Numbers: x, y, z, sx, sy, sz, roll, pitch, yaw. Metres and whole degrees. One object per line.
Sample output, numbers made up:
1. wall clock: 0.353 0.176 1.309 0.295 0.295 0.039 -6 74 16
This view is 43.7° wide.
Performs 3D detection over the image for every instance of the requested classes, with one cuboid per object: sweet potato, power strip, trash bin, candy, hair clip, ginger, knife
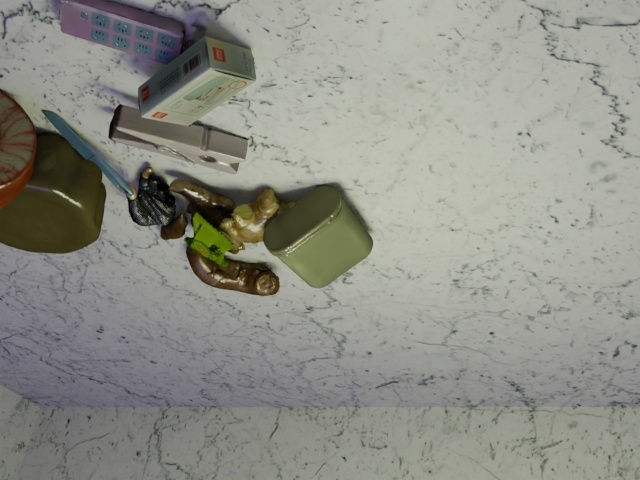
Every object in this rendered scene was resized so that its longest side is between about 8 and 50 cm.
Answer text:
1. sweet potato: -0.422 -0.037 2.313 0.067 0.067 0.274 20 162 -18
2. power strip: -0.415 -0.446 1.683 0.278 0.038 0.109 15 149 -9
3. trash bin: 0.000 0.000 2.168 0.243 0.121 0.247 -35 140 5
4. candy: -0.311 0.008 2.210 0.149 0.069 0.246 35 154 -1
5. hair clip: -0.345 -0.248 1.950 0.330 0.085 0.101 12 152 -18
6. ginger: -0.300 -0.068 2.247 0.166 0.080 0.333 1 144 11
7. knife: -0.598 -0.223 2.063 0.044 0.019 0.313 -22 122 33
8. ginger: -0.163 -0.061 2.175 0.216 0.102 0.157 -25 141 2
9. ginger: -0.276 0.104 2.498 0.309 0.107 0.133 15 163 -2

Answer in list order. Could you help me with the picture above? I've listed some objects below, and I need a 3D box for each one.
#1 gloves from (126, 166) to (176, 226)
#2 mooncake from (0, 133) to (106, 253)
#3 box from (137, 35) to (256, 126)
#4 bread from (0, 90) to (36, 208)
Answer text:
1. gloves: -0.459 -0.131 2.184 0.129 0.106 0.181 13 124 4
2. mooncake: -0.764 -0.132 2.162 0.378 0.201 0.378 3 149 2
3. box: -0.272 -0.340 1.744 0.135 0.079 0.269 5 160 -45
4. bread: -0.840 -0.234 1.899 0.327 0.295 0.114 34 144 -6
